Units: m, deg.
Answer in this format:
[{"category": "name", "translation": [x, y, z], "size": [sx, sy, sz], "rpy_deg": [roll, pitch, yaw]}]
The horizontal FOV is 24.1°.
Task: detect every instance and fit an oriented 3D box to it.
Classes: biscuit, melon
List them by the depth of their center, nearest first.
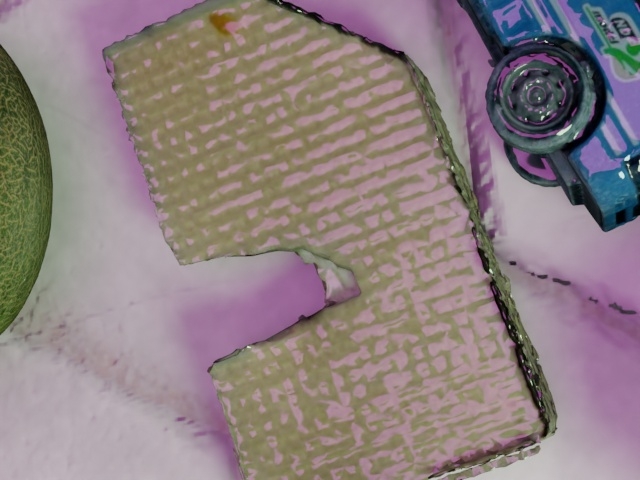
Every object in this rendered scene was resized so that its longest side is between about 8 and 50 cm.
[{"category": "biscuit", "translation": [0.000, 0.000, 0.691], "size": [0.147, 0.046, 0.250], "rpy_deg": [-23, 83, 15]}, {"category": "melon", "translation": [-0.195, -0.035, 0.700], "size": [0.139, 0.139, 0.192], "rpy_deg": [-13, 85, 15]}]

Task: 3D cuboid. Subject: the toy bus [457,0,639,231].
[{"category": "toy bus", "translation": [0.101, -0.134, 0.635], "size": [0.134, 0.113, 0.246], "rpy_deg": [-29, 79, 6]}]
